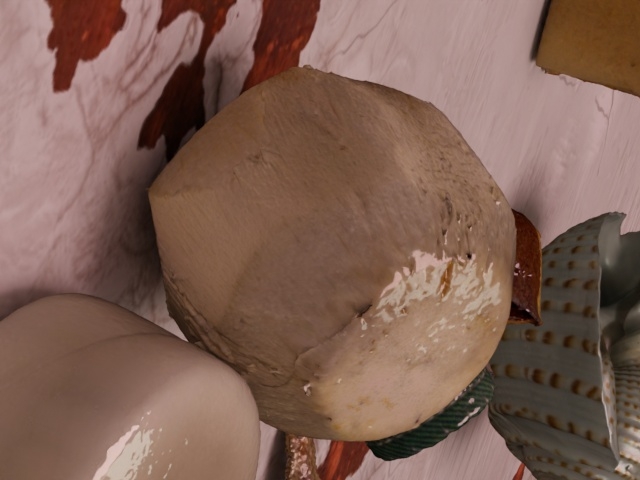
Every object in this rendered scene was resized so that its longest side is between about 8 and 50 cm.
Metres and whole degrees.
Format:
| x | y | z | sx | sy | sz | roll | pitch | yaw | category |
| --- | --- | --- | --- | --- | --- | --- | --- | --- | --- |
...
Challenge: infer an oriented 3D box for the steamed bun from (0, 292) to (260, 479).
| x | y | z | sx | sy | sz | roll | pitch | yaw | category |
| --- | --- | --- | --- | --- | --- | --- | --- | --- | --- |
| -0.134 | 0.131 | 1.178 | 0.164 | 0.146 | 0.241 | -59 | 156 | -14 | steamed bun |

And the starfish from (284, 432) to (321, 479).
| x | y | z | sx | sy | sz | roll | pitch | yaw | category |
| --- | --- | --- | --- | --- | --- | --- | --- | --- | --- |
| -0.030 | 0.301 | 1.684 | 0.302 | 0.060 | 0.299 | 26 | 81 | -69 | starfish |

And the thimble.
| x | y | z | sx | sy | sz | roll | pitch | yaw | category |
| --- | --- | --- | --- | --- | --- | --- | --- | --- | --- |
| 0.087 | 0.135 | 1.704 | 0.090 | 0.135 | 0.118 | 57 | 20 | -12 | thimble |

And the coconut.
| x | y | z | sx | sy | sz | roll | pitch | yaw | category |
| --- | --- | --- | --- | --- | --- | --- | --- | --- | --- |
| 0.000 | 0.000 | 1.287 | 0.245 | 0.247 | 0.245 | -23 | 140 | -21 | coconut |

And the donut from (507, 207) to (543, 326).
| x | y | z | sx | sy | sz | roll | pitch | yaw | category |
| --- | --- | --- | --- | --- | --- | --- | --- | --- | --- |
| 0.140 | 0.013 | 1.742 | 0.295 | 0.151 | 0.112 | 24 | 75 | -68 | donut |

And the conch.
| x | y | z | sx | sy | sz | roll | pitch | yaw | category |
| --- | --- | --- | --- | --- | --- | --- | --- | --- | --- |
| 0.282 | 0.133 | 2.085 | 0.303 | 0.215 | 0.319 | 44 | 41 | -58 | conch |

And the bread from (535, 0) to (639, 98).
| x | y | z | sx | sy | sz | roll | pitch | yaw | category |
| --- | --- | --- | --- | --- | --- | --- | --- | --- | --- |
| 0.347 | -0.286 | 1.930 | 0.114 | 0.185 | 0.274 | -1 | 107 | -63 | bread |
